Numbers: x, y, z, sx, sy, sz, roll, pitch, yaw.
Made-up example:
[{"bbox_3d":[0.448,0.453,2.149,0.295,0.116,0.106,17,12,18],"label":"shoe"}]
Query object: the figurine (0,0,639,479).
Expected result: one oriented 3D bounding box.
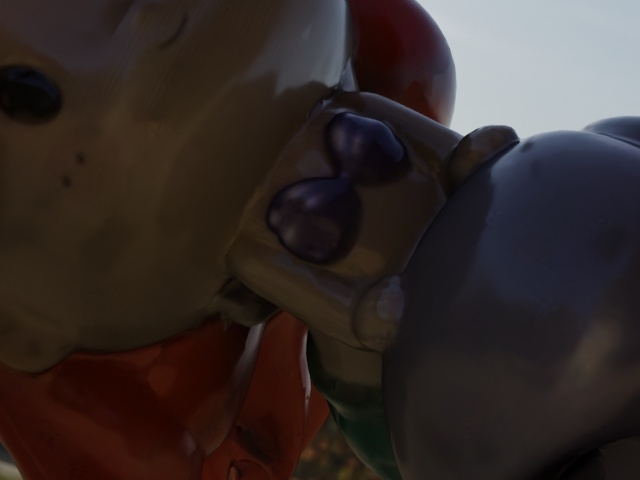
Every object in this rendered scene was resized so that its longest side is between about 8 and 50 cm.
[{"bbox_3d":[-0.005,0.005,0.389,0.257,0.181,0.208,29,12,20],"label":"figurine"}]
